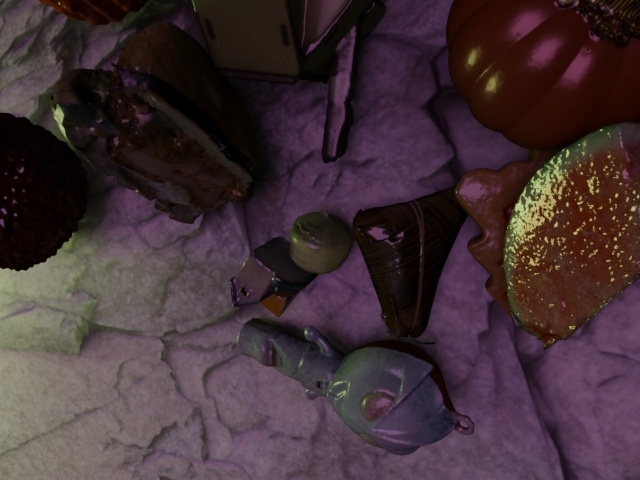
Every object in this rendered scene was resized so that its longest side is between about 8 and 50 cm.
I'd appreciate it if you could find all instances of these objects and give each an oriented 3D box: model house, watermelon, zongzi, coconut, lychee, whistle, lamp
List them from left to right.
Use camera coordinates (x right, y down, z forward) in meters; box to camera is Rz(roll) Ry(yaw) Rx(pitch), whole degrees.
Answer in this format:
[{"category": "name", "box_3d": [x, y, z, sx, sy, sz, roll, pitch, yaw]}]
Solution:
[{"category": "lychee", "box_3d": [-0.495, -0.072, 0.717, 0.236, 0.236, 0.271, 40, 135, 9]}, {"category": "model house", "box_3d": [-0.074, 0.065, 0.646, 0.088, 0.101, 0.100, 41, 112, 7]}, {"category": "model house", "box_3d": [-0.045, -0.240, 0.542, 0.218, 0.205, 0.278, 14, 111, 18]}, {"category": "coconut", "box_3d": [0.000, 0.000, 0.616, 0.088, 0.088, 0.096, 26, 127, 14]}, {"category": "whistle", "box_3d": [0.038, 0.188, 0.622, 0.346, 0.133, 0.142, 16, 146, 27]}, {"category": "zongzi", "box_3d": [0.152, 0.028, 0.580, 0.184, 0.084, 0.187, -18, 104, 3]}, {"category": "lamp", "box_3d": [0.233, -0.195, 0.437, 0.223, 0.196, 0.223, 2, 77, -7]}, {"category": "watermelon", "box_3d": [0.285, -0.008, 0.452, 0.128, 0.146, 0.231, 59, 148, 33]}]

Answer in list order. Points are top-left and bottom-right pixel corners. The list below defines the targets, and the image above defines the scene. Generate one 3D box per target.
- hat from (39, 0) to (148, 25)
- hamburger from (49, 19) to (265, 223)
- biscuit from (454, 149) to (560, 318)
[{"category": "hat", "box_3d": [-0.381, -0.437, 0.513, 0.285, 0.400, 0.285, 4, 100, 24]}, {"category": "hamburger", "box_3d": [-0.190, -0.152, 0.577, 0.168, 0.288, 0.192, -25, 59, 12]}, {"category": "biscuit", "box_3d": [0.262, 0.003, 0.523, 0.212, 0.041, 0.238, -1, 105, 3]}]
